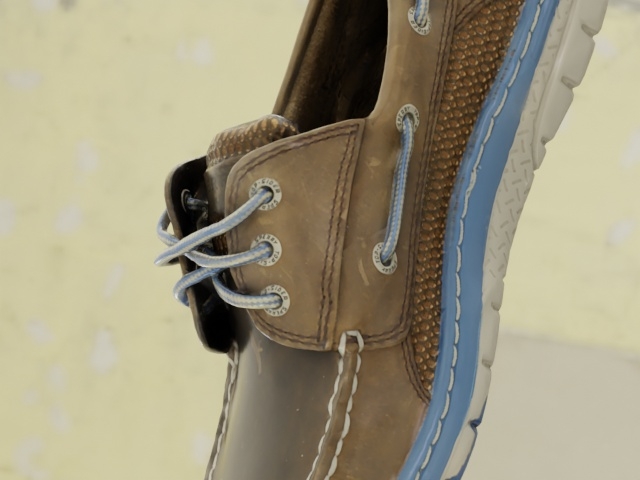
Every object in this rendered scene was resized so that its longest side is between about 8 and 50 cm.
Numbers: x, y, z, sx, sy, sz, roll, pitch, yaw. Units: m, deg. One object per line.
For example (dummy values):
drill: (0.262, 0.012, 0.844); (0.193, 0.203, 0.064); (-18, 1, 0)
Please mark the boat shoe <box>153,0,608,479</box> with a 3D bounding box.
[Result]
boat shoe: (0.000, 0.000, 0.405); (0.066, 0.066, 0.183); (-15, 51, 57)
